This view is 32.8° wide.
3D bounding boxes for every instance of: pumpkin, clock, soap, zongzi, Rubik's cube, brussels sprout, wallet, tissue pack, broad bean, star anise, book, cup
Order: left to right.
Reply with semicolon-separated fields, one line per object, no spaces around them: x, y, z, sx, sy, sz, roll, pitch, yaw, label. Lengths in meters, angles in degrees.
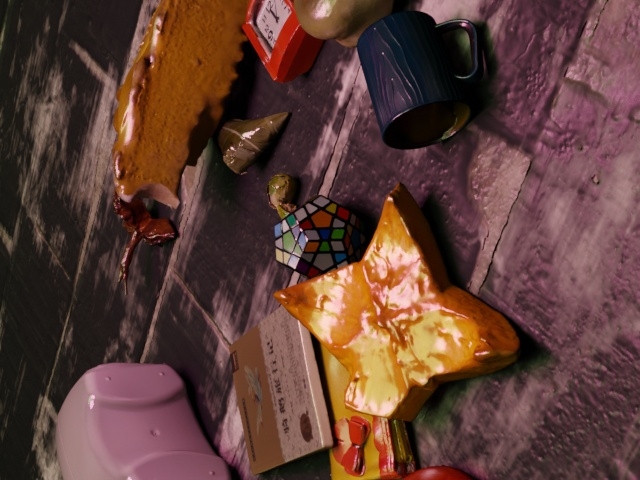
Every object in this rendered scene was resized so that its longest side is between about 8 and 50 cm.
-0.351;-0.003;1.977;0.140;0.144;0.158;43;164;7;star anise
-0.310;0.388;1.838;0.333;0.229;0.236;55;130;37;tissue pack
-0.207;-0.263;1.677;0.338;0.169;0.304;-58;28;37;soap
-0.109;-0.187;1.728;0.130;0.062;0.154;-45;30;13;zongzi
-0.067;0.226;1.627;0.310;0.021;0.217;140;121;-61;book
-0.055;-0.324;1.624;0.155;0.061;0.113;60;135;38;clock
-0.053;-0.058;1.635;0.051;0.046;0.083;-41;59;53;brussels sprout
0.000;0.000;1.508;0.112;0.133;0.133;0;91;26;Rubik's cube
0.055;0.212;1.480;0.141;0.067;0.241;-22;73;50;wallet
0.059;-0.387;1.440;0.263;0.121;0.189;-61;38;13;broad bean
0.095;0.104;1.372;0.258;0.095;0.290;-46;59;25;pumpkin
0.130;-0.205;1.354;0.113;0.150;0.138;87;168;-68;cup

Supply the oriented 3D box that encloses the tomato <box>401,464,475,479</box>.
0.123;0.400;1.331;0.200;0.139;0.233;-20;75;59;tomato
